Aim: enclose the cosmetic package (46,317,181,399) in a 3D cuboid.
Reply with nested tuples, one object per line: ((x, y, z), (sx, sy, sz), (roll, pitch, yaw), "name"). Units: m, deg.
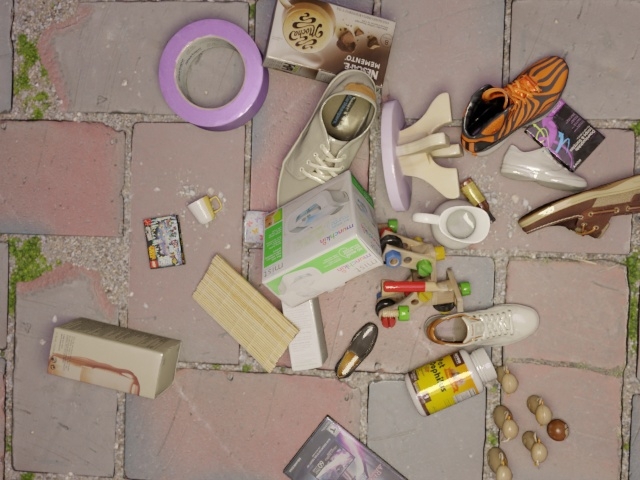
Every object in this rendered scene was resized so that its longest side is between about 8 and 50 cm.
((-0.538, 0.307, 1.638), (0.296, 0.153, 0.129), (12, 94, 7), "cosmetic package")

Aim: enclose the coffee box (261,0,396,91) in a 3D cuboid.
((0.019, -0.485, 1.542), (0.297, 0.119, 0.168), (12, 91, -11), "coffee box")

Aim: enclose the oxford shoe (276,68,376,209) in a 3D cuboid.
((0.009, -0.200, 1.526), (0.169, 0.130, 0.449), (19, 115, -16), "oxford shoe")

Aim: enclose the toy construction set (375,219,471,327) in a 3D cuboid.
((0.255, 0.095, 1.489), (0.237, 0.309, 0.258), (0, 99, 1), "toy construction set")

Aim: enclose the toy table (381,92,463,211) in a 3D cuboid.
((0.250, -0.215, 1.517), (0.160, 0.252, 0.274), (-6, 99, 23), "toy table")

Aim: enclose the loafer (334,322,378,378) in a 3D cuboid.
((0.096, 0.290, 1.614), (0.062, 0.061, 0.170), (31, 93, 6), "loafer")

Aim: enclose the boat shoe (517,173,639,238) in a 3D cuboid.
((0.663, -0.062, 1.523), (0.341, 0.123, 0.123), (-18, 88, 0), "boat shoe")

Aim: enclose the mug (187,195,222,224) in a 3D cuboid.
((-0.306, -0.081, 1.653), (0.078, 0.062, 0.064), (-26, 96, 12), "mug")

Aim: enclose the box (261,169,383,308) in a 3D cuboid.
((0.000, 0.000, 1.478), (0.262, 0.231, 0.127), (-26, 130, 22), "box")

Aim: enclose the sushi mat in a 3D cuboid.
((-0.201, 0.186, 1.603), (0.316, 0.019, 0.151), (40, 113, 21), "sushi mat")

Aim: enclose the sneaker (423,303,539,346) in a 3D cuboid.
((0.408, 0.223, 1.552), (0.290, 0.123, 0.106), (-9, 88, 5), "sneaker")

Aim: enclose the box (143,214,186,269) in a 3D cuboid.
((-0.421, 0.005, 1.681), (0.093, 0.027, 0.137), (-9, 90, 7), "box")

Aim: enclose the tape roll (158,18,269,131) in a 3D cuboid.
((-0.277, -0.428, 1.628), (0.274, 0.090, 0.275), (0, 90, 5), "tape roll")

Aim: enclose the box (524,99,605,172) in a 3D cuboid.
((0.615, -0.267, 1.567), (0.162, 0.029, 0.116), (42, 95, 3), "box")

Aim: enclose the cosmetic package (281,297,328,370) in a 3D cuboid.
((-0.043, 0.207, 1.601), (0.085, 0.117, 0.231), (-11, 89, 8), "cosmetic package")

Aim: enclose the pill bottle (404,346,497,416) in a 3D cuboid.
((0.328, 0.350, 1.563), (0.215, 0.117, 0.117), (-25, 88, 6), "pill bottle")

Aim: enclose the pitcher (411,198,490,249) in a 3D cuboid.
((0.308, -0.044, 1.513), (0.177, 0.207, 0.126), (11, 92, 6), "pitcher")

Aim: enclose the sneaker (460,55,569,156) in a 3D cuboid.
((0.471, -0.340, 1.495), (0.321, 0.180, 0.124), (-45, 69, 4), "sneaker")

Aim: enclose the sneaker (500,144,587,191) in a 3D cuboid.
((0.565, -0.186, 1.554), (0.212, 0.080, 0.094), (16, 83, 7), "sneaker")

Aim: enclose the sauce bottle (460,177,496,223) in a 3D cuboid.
((0.401, -0.098, 1.585), (0.042, 0.042, 0.128), (-32, 86, 6), "sauce bottle")

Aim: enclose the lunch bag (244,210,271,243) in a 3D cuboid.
((-0.161, -0.036, 1.641), (0.071, 0.053, 0.083), (2, 101, 8), "lunch bag")

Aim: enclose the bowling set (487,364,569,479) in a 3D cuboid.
((0.522, 0.454, 1.526), (0.199, 0.154, 0.287), (1, 92, 6), "bowling set")

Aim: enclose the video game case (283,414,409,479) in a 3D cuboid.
((0.066, 0.622, 1.643), (0.274, 0.026, 0.196), (38, 95, 5), "video game case")
